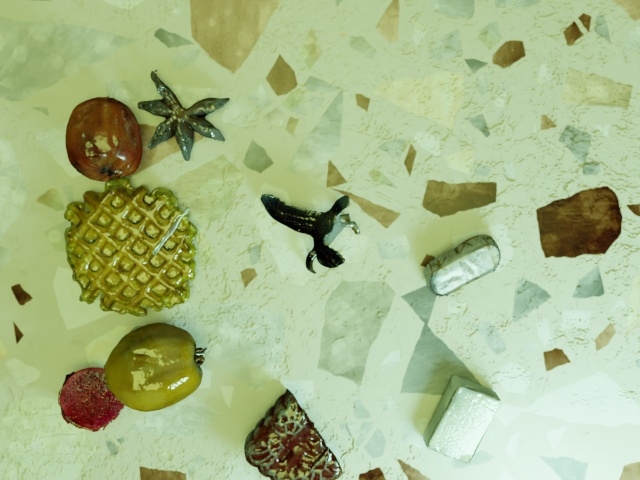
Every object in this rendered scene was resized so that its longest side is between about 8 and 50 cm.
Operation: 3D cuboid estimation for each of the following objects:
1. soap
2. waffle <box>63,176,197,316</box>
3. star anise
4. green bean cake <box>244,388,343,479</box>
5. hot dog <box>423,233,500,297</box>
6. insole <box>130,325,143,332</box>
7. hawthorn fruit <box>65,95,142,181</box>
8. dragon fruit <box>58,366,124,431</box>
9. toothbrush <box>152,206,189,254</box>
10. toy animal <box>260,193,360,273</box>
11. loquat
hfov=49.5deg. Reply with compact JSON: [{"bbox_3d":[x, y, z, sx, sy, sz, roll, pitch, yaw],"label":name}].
[{"bbox_3d":[0.338,0.430,1.667,0.121,0.064,0.183,24,97,-6],"label":"soap"},{"bbox_3d":[-0.427,0.015,1.576,0.302,0.068,0.325,-5,100,-1],"label":"waffle"},{"bbox_3d":[-0.309,-0.265,1.540,0.208,0.063,0.172,20,99,-5],"label":"star anise"},{"bbox_3d":[-0.051,0.494,1.646,0.232,0.097,0.198,42,95,-7],"label":"green bean cake"},{"bbox_3d":[0.331,0.057,1.614,0.191,0.059,0.108,-29,112,-1],"label":"hot dog"},{"bbox_3d":[-0.456,0.291,1.647,0.065,0.004,0.197,22,97,-5],"label":"insole"},{"bbox_3d":[-0.469,-0.216,1.493,0.173,0.173,0.179,-21,99,1],"label":"hawthorn fruit"},{"bbox_3d":[-0.538,0.377,1.617,0.153,0.111,0.153,12,56,-18],"label":"dragon fruit"},{"bbox_3d":[-0.331,-0.021,1.535,0.011,0.013,0.131,38,89,6],"label":"toothbrush"},{"bbox_3d":[0.014,-0.003,1.565,0.160,0.272,0.197,-30,137,-14],"label":"toy animal"},{"bbox_3d":[-0.367,0.284,1.564,0.234,0.176,0.187,-17,99,-18],"label":"loquat"}]
